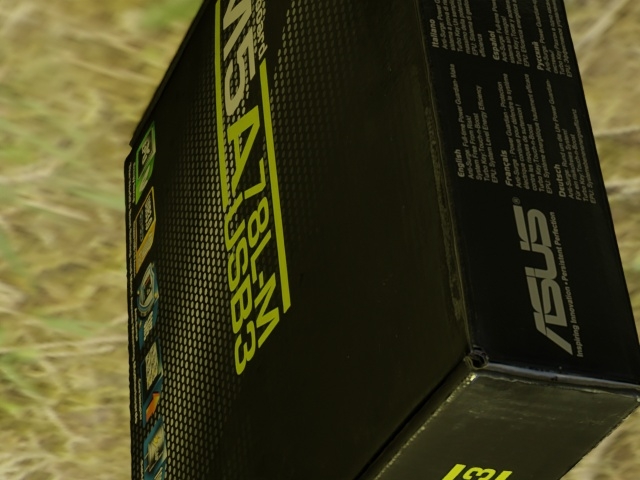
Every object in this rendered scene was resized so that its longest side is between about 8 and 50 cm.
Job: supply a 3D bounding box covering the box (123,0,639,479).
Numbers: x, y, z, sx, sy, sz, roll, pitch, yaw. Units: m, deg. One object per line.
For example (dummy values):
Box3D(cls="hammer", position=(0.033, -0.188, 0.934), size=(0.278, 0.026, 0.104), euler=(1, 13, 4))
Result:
Box3D(cls="box", position=(0.000, 0.000, 0.442), size=(0.045, 0.191, 0.184), euler=(9, 143, -20))
